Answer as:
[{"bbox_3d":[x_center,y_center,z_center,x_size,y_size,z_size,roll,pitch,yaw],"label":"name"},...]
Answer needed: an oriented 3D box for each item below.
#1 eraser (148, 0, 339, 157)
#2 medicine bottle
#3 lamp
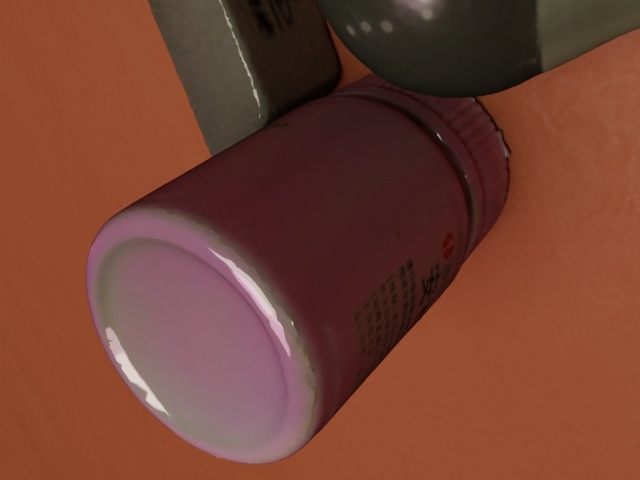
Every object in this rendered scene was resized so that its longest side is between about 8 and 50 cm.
[{"bbox_3d":[-0.079,-0.223,0.628,0.077,0.111,0.352,-7,112,37],"label":"eraser"},{"bbox_3d":[0.000,0.000,0.581,0.178,0.291,0.178,18,125,27],"label":"medicine bottle"},{"bbox_3d":[0.139,-0.179,0.453,0.314,0.182,0.182,-4,114,32],"label":"lamp"}]
